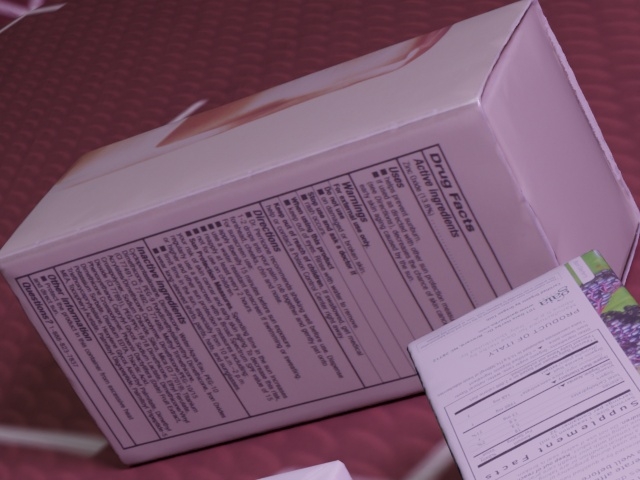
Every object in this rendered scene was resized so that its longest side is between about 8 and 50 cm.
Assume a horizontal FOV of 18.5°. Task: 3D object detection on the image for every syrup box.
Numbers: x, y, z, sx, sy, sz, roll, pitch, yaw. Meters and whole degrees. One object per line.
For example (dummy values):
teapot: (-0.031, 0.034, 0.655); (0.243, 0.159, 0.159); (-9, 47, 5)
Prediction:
syrup box: (0.109, 0.099, 0.740); (0.096, 0.093, 0.237); (-27, 20, 2)

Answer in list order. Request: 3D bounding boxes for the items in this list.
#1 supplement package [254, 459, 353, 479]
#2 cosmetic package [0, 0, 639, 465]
supplement package: (-0.101, 0.213, 0.660); (0.262, 0.145, 0.204); (-18, 22, 28)
cosmetic package: (0.000, 0.000, 1.039); (0.296, 0.153, 0.129); (-15, 25, 28)
